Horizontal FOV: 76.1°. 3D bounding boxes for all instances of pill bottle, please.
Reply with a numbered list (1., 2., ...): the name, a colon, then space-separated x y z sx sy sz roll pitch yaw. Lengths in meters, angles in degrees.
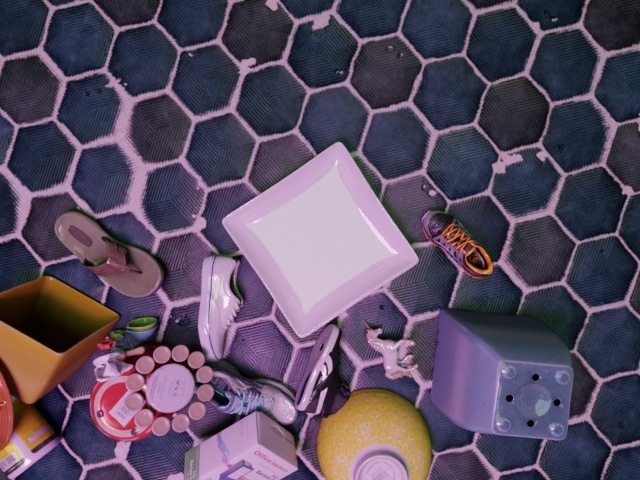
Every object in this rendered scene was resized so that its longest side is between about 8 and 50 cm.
1. pill bottle: -0.742 0.445 0.980 0.119 0.119 0.208 -37 91 1

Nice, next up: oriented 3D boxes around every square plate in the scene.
1. square plate: 0.000 0.000 0.987 0.344 0.049 0.347 -34 91 2

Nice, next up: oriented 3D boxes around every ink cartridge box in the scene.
1. ink cartridge box: -0.182 0.508 0.947 0.212 0.093 0.154 -34 123 7

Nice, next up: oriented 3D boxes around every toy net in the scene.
1. toy net: -0.456 0.236 0.918 0.122 0.232 0.045 0 102 -4

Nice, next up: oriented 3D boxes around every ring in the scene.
1. ring: -0.797 0.323 0.886 0.337 0.032 0.336 5 105 20

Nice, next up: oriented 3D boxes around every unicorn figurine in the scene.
1. unicorn figurine: 0.174 0.269 0.997 0.111 0.060 0.161 -10 91 0

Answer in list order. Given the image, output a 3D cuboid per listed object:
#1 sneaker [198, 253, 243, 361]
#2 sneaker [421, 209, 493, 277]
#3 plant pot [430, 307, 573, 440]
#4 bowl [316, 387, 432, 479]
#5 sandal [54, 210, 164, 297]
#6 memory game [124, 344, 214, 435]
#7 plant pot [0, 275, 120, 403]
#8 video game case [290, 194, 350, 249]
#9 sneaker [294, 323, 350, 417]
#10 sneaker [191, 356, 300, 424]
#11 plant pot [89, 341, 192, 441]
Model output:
1. sneaker: -0.234 0.162 0.981 0.091 0.094 0.257 0 91 5
2. sneaker: 0.334 0.005 0.979 0.215 0.083 0.084 42 93 1
3. plant pot: 0.408 0.304 0.901 0.247 0.252 0.247 5 92 0
4. bowl: 0.131 0.516 0.956 0.290 0.156 0.289 0 91 1
5. sandal: -0.521 0.041 0.984 0.303 0.086 0.120 33 91 0
6. memory game: -0.320 0.317 0.876 0.186 0.012 0.186 8 70 -24
7. plant pot: -0.644 0.235 0.942 0.212 0.212 0.187 30 104 0
8. video game case: 0.000 -0.045 1.016 0.122 0.011 0.087 -34 91 1
9. sneaker: 0.031 0.321 1.001 0.121 0.079 0.216 26 84 -17
10. sneaker: -0.186 0.380 0.972 0.283 0.122 0.110 22 91 0
11. plant pot: -0.417 0.347 0.950 0.191 0.174 0.191 0 89 2
